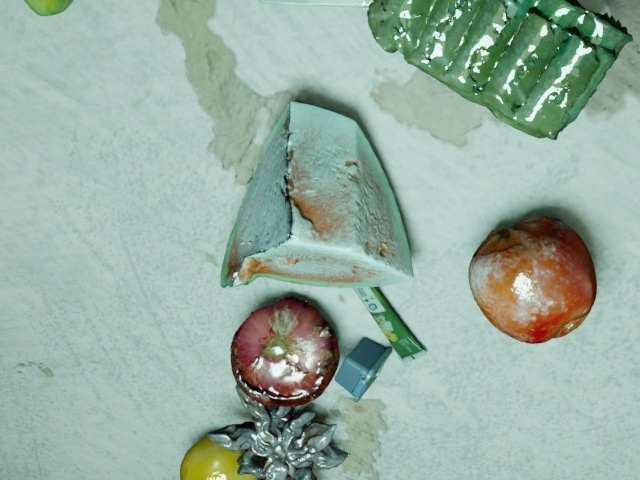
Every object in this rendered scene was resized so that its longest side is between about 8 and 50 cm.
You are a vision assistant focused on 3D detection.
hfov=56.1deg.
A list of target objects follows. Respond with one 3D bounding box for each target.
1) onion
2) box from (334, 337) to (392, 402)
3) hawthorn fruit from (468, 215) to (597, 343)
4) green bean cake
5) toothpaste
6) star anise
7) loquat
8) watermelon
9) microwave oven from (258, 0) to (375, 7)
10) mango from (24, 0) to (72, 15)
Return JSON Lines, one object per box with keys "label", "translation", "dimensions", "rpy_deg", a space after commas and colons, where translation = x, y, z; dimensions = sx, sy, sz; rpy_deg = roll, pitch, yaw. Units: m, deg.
{"label": "onion", "translation": [-0.059, 0.187, 1.008], "dimensions": [0.183, 0.147, 0.184], "rpy_deg": [0, 84, -2]}
{"label": "box", "translation": [0.069, 0.210, 0.998], "dimensions": [0.054, 0.099, 0.074], "rpy_deg": [34, 121, 15]}
{"label": "hawthorn fruit", "translation": [0.289, 0.057, 0.822], "dimensions": [0.172, 0.173, 0.173], "rpy_deg": [6, 117, 13]}
{"label": "green bean cake", "translation": [0.186, -0.237, 0.662], "dimensions": [0.255, 0.241, 0.132], "rpy_deg": [26, 124, 2]}
{"label": "toothpaste", "translation": [0.101, 0.119, 0.980], "dimensions": [0.049, 0.031, 0.204], "rpy_deg": [-28, 107, 26]}
{"label": "star anise", "translation": [-0.068, 0.372, 1.084], "dimensions": [0.212, 0.129, 0.283], "rpy_deg": [-28, 96, -5]}
{"label": "loquat", "translation": [-0.181, 0.455, 1.158], "dimensions": [0.204, 0.149, 0.172], "rpy_deg": [-34, 102, 10]}
{"label": "watermelon", "translation": [0.000, 0.000, 0.846], "dimensions": [0.289, 0.214, 0.320], "rpy_deg": [35, 108, -4]}
{"label": "microwave oven", "translation": [0.011, -0.387, 0.703], "dimensions": [0.163, 0.129, 0.205], "rpy_deg": [9, 117, 14]}
{"label": "mango", "translation": [-0.402, -0.412, 0.828], "dimensions": [0.130, 0.092, 0.195], "rpy_deg": [3, 120, 13]}
